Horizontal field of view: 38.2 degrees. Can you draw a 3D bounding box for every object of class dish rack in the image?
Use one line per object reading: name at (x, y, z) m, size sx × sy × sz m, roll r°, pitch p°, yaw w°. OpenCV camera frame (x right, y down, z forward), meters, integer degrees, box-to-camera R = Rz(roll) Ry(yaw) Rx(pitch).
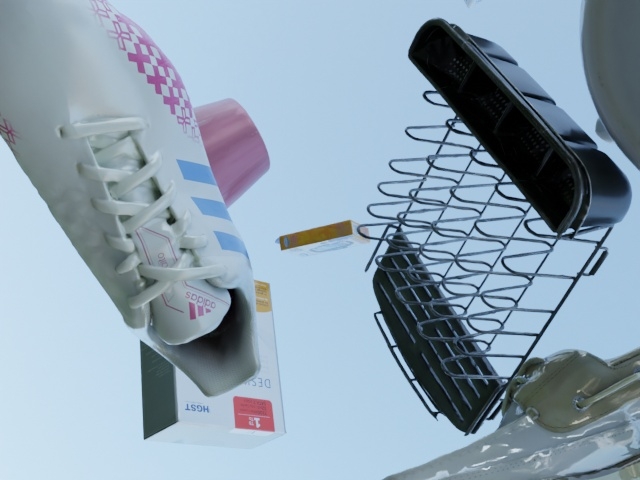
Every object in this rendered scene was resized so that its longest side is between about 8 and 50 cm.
dish rack at (0.101, 0.002, 0.682) m, size 0.208 × 0.074 × 0.271 m, roll 62°, pitch -40°, yaw 42°

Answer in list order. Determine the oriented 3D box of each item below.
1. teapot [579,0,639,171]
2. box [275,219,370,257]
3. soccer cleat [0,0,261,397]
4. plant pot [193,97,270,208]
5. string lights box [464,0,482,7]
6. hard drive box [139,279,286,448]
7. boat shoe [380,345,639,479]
teapot at (0.295, -0.134, 0.546) m, size 0.256 × 0.187 × 0.252 m, roll 26°, pitch -64°, yaw 31°
box at (0.000, 0.000, 1.429) m, size 0.136 × 0.081 × 0.028 m, roll -15°, pitch -104°, yaw 20°
soccer cleat at (-0.112, -0.020, 0.612) m, size 0.143 × 0.116 × 0.331 m, roll 62°, pitch -2°, yaw 43°
plant pot at (-0.184, -0.118, 1.397) m, size 0.201 × 0.180 × 0.201 m, roll 51°, pitch -18°, yaw 24°
string lights box at (0.146, -0.305, 0.773) m, size 0.133 × 0.077 × 0.259 m, roll 60°, pitch -3°, yaw 2°
hard drive box at (-0.153, 0.163, 1.290) m, size 0.089 × 0.181 × 0.232 m, roll -32°, pitch -125°, yaw 40°
boat shoe at (0.167, 0.132, 0.627) m, size 0.113 × 0.302 × 0.103 m, roll 110°, pitch -35°, yaw -58°
